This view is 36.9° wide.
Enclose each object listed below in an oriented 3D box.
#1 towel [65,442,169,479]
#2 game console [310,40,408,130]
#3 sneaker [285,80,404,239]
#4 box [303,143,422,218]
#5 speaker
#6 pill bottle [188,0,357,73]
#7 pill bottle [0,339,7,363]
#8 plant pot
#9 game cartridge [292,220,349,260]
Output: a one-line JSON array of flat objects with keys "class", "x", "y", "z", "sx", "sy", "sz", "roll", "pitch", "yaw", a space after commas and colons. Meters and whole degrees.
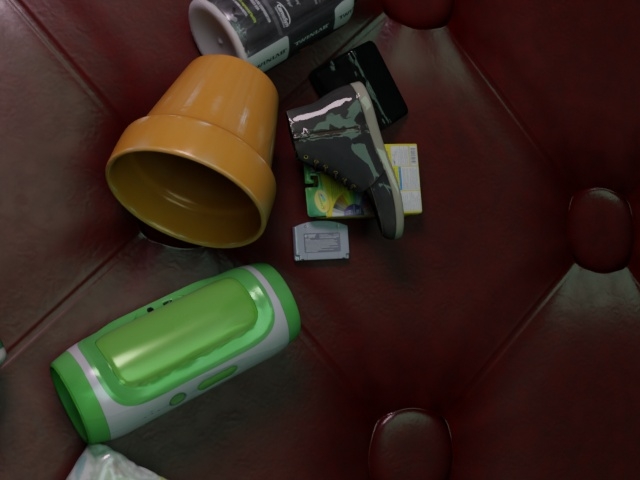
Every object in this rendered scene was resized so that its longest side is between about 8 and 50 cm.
[{"class": "towel", "x": -0.204, "y": 0.471, "z": 1.173, "sx": 0.374, "sy": 0.090, "sz": 0.321, "roll": 34, "pitch": 69, "yaw": -19}, {"class": "game console", "x": 0.057, "y": -0.214, "z": 1.394, "sx": 0.107, "sy": 0.071, "sz": 0.122, "roll": -28, "pitch": 97, "yaw": 6}, {"class": "sneaker", "x": 0.033, "y": -0.093, "z": 1.302, "sx": 0.118, "sy": 0.083, "sz": 0.222, "roll": -20, "pitch": 101, "yaw": -4}, {"class": "box", "x": 0.055, "y": -0.084, "z": 1.365, "sx": 0.179, "sy": 0.043, "sz": 0.105, "roll": -2, "pitch": 87, "yaw": -27}, {"class": "speaker", "x": -0.176, "y": 0.135, "z": 1.192, "sx": 0.296, "sy": 0.131, "sz": 0.131, "roll": -26, "pitch": 96, "yaw": -24}, {"class": "pill bottle", "x": -0.044, "y": -0.319, "z": 1.290, "sx": 0.245, "sy": 0.130, "sz": 0.130, "roll": -35, "pitch": 100, "yaw": -23}, {"class": "pill bottle", "x": -0.449, "y": 0.065, "z": 1.075, "sx": 0.117, "sy": 0.117, "sz": 0.208, "roll": -27, "pitch": 97, "yaw": -24}, {"class": "plant pot", "x": -0.139, "y": -0.124, "z": 1.205, "sx": 0.205, "sy": 0.205, "sz": 0.188, "roll": 30, "pitch": 59, "yaw": -20}, {"class": "game cartridge", "x": 0.000, "y": 0.000, "z": 1.346, "sx": 0.083, "sy": 0.017, "sz": 0.056, "roll": -1, "pitch": 89, "yaw": -25}]
